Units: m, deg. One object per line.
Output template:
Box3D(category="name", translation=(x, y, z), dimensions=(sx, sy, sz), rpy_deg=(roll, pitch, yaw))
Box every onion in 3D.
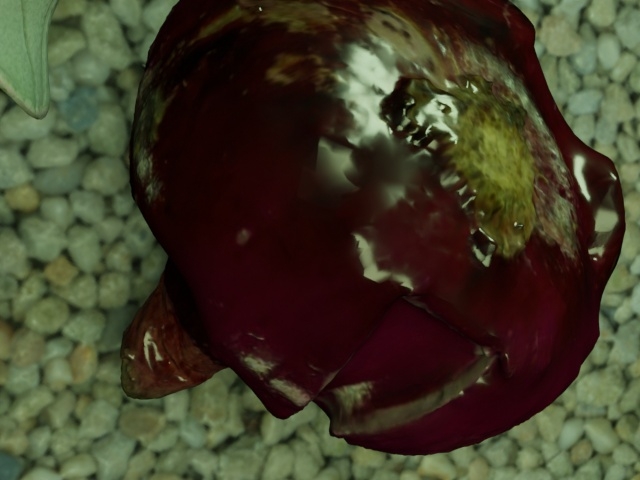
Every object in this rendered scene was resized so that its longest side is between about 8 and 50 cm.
Box3D(category="onion", translation=(0.000, 0.000, 0.959), dimensions=(0.398, 0.398, 0.420), rpy_deg=(30, 132, -21))

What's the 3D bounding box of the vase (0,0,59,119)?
Box3D(category="vase", translation=(-0.168, -0.308, 0.866), dimensions=(0.250, 0.250, 0.445), rpy_deg=(30, 93, -21))
